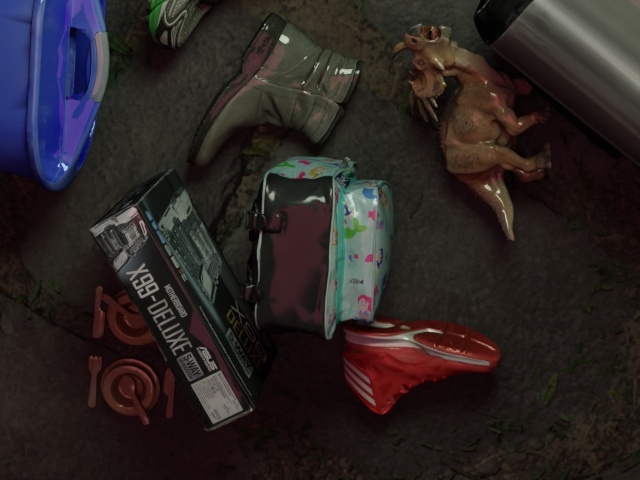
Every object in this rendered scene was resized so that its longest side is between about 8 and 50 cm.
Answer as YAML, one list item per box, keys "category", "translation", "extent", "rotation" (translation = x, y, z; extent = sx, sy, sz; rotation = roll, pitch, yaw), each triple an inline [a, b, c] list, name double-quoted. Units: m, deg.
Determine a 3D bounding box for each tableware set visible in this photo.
- category: "tableware set"
  translation: [-0.270, 0.163, 2.090]
  extent: [0.128, 0.039, 0.194]
  rotation: [7, 105, 4]

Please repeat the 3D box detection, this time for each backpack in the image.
- category: "backpack"
  translation: [0.000, 0.000, 1.913]
  extent: [0.191, 0.253, 0.225]
  rotation: [3, 101, 1]

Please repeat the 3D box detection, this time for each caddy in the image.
- category: "caddy"
  translation: [-0.359, -0.235, 1.897]
  extent: [0.179, 0.241, 0.341]
  rotation: [8, 105, 8]

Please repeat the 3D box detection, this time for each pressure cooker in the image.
- category: "pressure cooker"
  translation: [0.437, -0.264, 1.733]
  extent: [0.420, 0.375, 0.370]
  rotation: [38, 99, -2]

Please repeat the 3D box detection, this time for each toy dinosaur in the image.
- category: "toy dinosaur"
  translation: [0.198, -0.151, 1.922]
  extent: [0.200, 0.127, 0.296]
  rotation: [-2, 108, 6]

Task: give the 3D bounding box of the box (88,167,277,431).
- category: "box"
  translation: [-0.174, 0.072, 1.953]
  extent: [0.076, 0.242, 0.307]
  rotation: [-27, 99, 12]

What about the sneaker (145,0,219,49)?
- category: "sneaker"
  translation: [-0.099, -0.376, 1.888]
  extent: [0.146, 0.134, 0.343]
  rotation: [40, 104, -6]

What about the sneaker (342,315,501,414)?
- category: "sneaker"
  translation: [0.137, 0.181, 2.042]
  extent: [0.221, 0.087, 0.128]
  rotation: [11, 114, 15]

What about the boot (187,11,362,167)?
- category: "boot"
  translation: [-0.060, -0.168, 1.968]
  extent: [0.161, 0.083, 0.246]
  rotation: [32, 106, -9]
